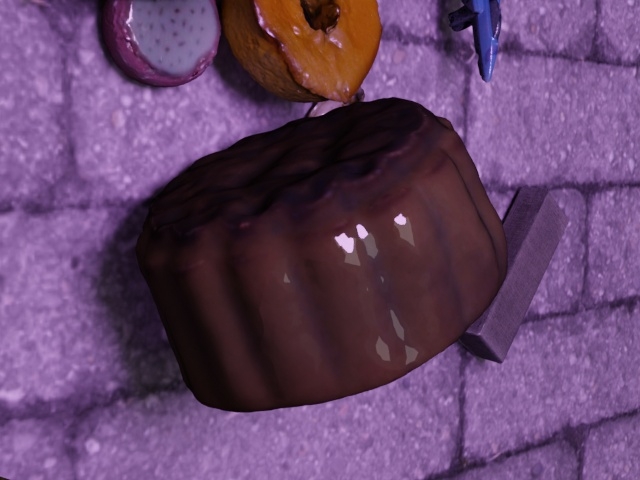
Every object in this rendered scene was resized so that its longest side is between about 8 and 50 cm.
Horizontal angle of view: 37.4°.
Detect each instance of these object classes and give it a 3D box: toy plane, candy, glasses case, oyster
[{"bbox_3d":[0.162,-0.285,1.006,0.169,0.078,0.247,5,85,-41],"label":"toy plane"},{"bbox_3d":[-0.132,-0.179,0.786,0.103,0.043,0.103,-8,101,-42],"label":"candy"},{"bbox_3d":[0.225,0.038,1.120,0.071,0.047,0.205,46,65,-39],"label":"glasses case"},{"bbox_3d":[0.021,-0.104,0.915,0.083,0.081,0.038,-38,149,4],"label":"oyster"}]

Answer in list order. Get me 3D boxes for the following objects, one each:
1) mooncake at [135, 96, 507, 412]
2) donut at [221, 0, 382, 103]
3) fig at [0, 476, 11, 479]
[{"bbox_3d":[0.000,0.000,0.762,0.290,0.290,0.161,-35,113,-34],"label":"mooncake"},{"bbox_3d":[-0.018,-0.201,0.846,0.162,0.065,0.178,56,42,-19],"label":"donut"},{"bbox_3d":[-0.254,0.269,0.570,0.316,0.316,0.316,-5,98,-41],"label":"fig"}]
